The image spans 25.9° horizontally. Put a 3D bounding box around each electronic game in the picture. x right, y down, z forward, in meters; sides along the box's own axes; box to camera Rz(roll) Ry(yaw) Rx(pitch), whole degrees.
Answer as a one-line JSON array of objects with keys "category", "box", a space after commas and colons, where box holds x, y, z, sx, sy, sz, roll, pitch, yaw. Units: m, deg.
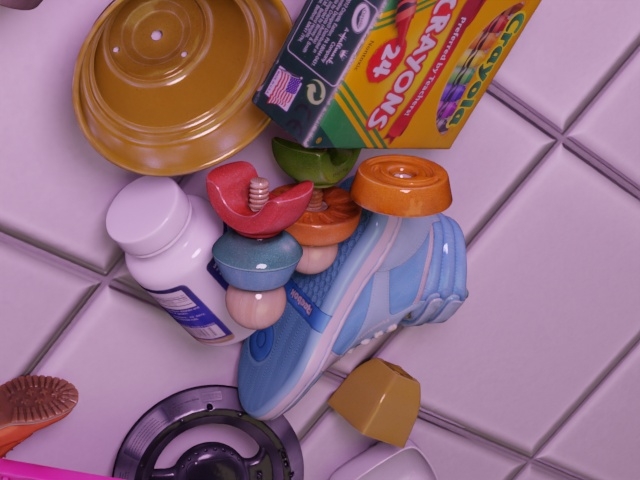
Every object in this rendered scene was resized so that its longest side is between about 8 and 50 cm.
[{"category": "electronic game", "box": [-0.130, 0.280, 1.638, 0.229, 0.048, 0.229, -4, 102, -17]}]

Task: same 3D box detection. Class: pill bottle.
[{"category": "pill bottle", "box": [-0.134, 0.018, 1.431, 0.112, 0.112, 0.186, -38, 135, 1]}]

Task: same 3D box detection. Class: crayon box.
[{"category": "crayon box", "box": [0.097, -0.191, 1.355, 0.319, 0.081, 0.202, -6, 132, -55]}]

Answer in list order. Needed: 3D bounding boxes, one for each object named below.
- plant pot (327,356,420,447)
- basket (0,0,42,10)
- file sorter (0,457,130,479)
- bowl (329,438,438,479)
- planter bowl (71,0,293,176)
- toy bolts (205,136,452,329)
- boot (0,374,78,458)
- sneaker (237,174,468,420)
[{"category": "plant pot", "box": [0.076, 0.194, 1.721, 0.081, 0.081, 0.083, 25, 99, -41]}, {"category": "basket", "box": [-0.220, -0.309, 1.100, 0.204, 0.154, 0.227, 18, 118, -41]}, {"category": "file sorter", "box": [-0.225, 0.388, 1.512, 0.291, 0.182, 0.202, 10, 138, -2]}, {"category": "bowl", "box": [0.079, 0.322, 1.840, 0.142, 0.053, 0.142, -32, 134, -5]}, {"category": "planter bowl", "box": [-0.138, -0.173, 1.292, 0.217, 0.090, 0.217, -16, 131, -20]}, {"category": "toy bolts", "box": [0.000, 0.000, 1.382, 0.228, 0.218, 0.158, -27, 129, -47]}, {"category": "boot", "box": [-0.336, 0.198, 1.500, 0.158, 0.059, 0.084, -17, 142, -17]}, {"category": "sneaker", "box": [0.054, 0.090, 1.592, 0.208, 0.127, 0.319, 17, 115, -37]}]
